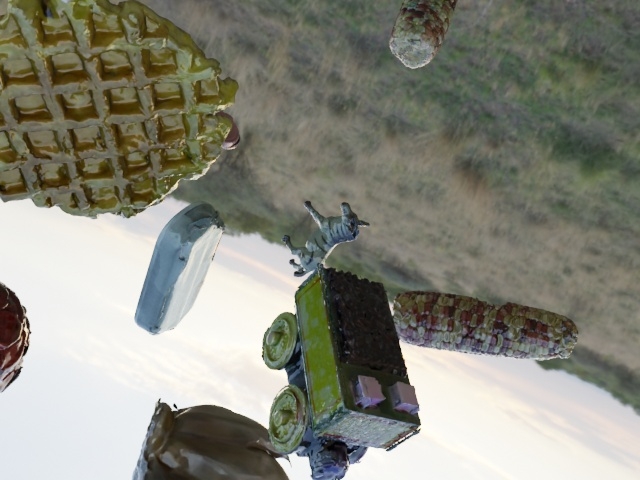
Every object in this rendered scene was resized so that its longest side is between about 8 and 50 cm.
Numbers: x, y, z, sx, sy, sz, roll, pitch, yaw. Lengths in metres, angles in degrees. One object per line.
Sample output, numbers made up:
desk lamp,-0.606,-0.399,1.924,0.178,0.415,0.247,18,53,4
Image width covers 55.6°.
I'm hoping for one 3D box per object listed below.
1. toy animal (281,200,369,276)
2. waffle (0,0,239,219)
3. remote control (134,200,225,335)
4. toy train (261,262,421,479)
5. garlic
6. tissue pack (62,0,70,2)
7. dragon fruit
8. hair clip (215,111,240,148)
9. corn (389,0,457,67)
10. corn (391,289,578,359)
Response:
toy animal,0.005,0.001,1.342,0.073,0.217,0.176,19,-163,-41
waffle,-0.258,-0.138,0.681,0.325,0.302,0.068,27,-145,-46
remote control,-0.201,0.046,0.859,0.052,0.247,0.104,40,-139,13
toy train,0.020,0.163,0.772,0.134,0.177,0.261,22,-141,-32
garlic,-0.175,0.386,0.940,0.292,0.237,0.210,37,144,-3
tissue pack,-0.231,-0.264,0.435,0.148,0.099,0.106,30,170,-14
dragon fruit,-0.606,0.162,0.993,0.244,0.244,0.299,24,137,14
hair clip,-0.188,-0.175,0.899,0.123,0.138,0.102,60,159,28
corn,0.183,-0.396,0.990,0.086,0.253,0.086,18,159,7
corn,0.256,0.136,0.976,0.289,0.098,0.098,4,172,18
